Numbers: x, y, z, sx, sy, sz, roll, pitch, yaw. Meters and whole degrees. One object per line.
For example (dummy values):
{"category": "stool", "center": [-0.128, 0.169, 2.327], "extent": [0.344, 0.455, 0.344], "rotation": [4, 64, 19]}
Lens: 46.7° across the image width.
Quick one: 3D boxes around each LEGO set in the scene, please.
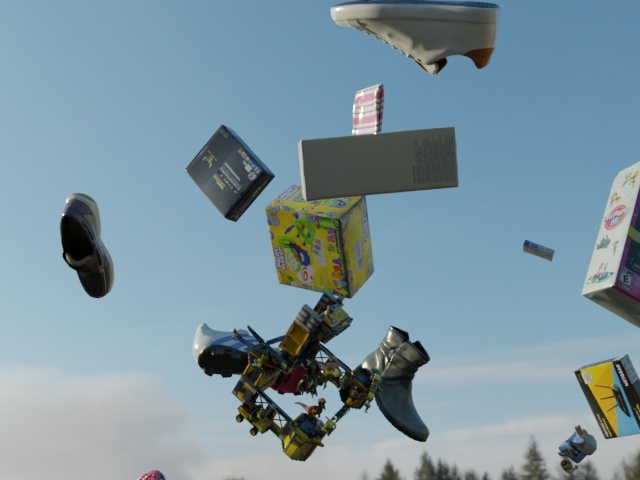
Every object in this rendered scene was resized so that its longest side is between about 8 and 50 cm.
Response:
{"category": "LEGO set", "center": [-0.002, 0.239, 1.420], "extent": [0.331, 0.255, 0.192], "rotation": [-16, -37, -51]}

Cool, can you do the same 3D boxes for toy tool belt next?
{"category": "toy tool belt", "center": [0.453, 0.373, 1.337], "extent": [0.051, 0.083, 0.052], "rotation": [39, 12, -7]}

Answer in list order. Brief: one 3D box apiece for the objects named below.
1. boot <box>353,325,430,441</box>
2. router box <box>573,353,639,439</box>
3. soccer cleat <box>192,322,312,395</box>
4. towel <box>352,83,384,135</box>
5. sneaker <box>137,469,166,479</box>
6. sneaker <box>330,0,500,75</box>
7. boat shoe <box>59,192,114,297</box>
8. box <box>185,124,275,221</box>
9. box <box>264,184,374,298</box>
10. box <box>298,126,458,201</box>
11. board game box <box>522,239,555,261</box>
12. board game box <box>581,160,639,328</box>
{"category": "boot", "center": [0.192, 0.317, 1.673], "extent": [0.161, 0.246, 0.083], "rotation": [-51, -35, 13]}
{"category": "router box", "center": [0.703, 0.373, 1.762], "extent": [0.046, 0.179, 0.133], "rotation": [-17, -9, -41]}
{"category": "soccer cleat", "center": [-0.152, 0.274, 1.786], "extent": [0.331, 0.143, 0.116], "rotation": [20, -66, -29]}
{"category": "towel", "center": [0.108, -0.271, 1.776], "extent": [0.029, 0.197, 0.144], "rotation": [4, 2, -21]}
{"category": "sneaker", "center": [-0.412, 0.726, 1.935], "extent": [0.121, 0.299, 0.112], "rotation": [6, 22, 30]}
{"category": "sneaker", "center": [0.147, -0.337, 1.232], "extent": [0.290, 0.123, 0.106], "rotation": [13, 29, 25]}
{"category": "boat shoe", "center": [-0.552, 0.028, 1.723], "extent": [0.103, 0.092, 0.285], "rotation": [9, -54, 9]}
{"category": "box", "center": [-0.266, -0.196, 2.151], "extent": [0.183, 0.232, 0.059], "rotation": [-48, -28, 13]}
{"category": "box", "center": [0.000, 0.000, 2.375], "extent": [0.279, 0.177, 0.290], "rotation": [10, -56, 29]}
{"category": "box", "center": [0.101, -0.136, 1.323], "extent": [0.275, 0.113, 0.094], "rotation": [-4, 6, -3]}
{"category": "board game box", "center": [0.641, 0.030, 2.178], "extent": [0.090, 0.020, 0.090], "rotation": [22, -7, 18]}
{"category": "board game box", "center": [0.672, 0.021, 1.474], "extent": [0.224, 0.303, 0.097], "rotation": [29, -26, -9]}
